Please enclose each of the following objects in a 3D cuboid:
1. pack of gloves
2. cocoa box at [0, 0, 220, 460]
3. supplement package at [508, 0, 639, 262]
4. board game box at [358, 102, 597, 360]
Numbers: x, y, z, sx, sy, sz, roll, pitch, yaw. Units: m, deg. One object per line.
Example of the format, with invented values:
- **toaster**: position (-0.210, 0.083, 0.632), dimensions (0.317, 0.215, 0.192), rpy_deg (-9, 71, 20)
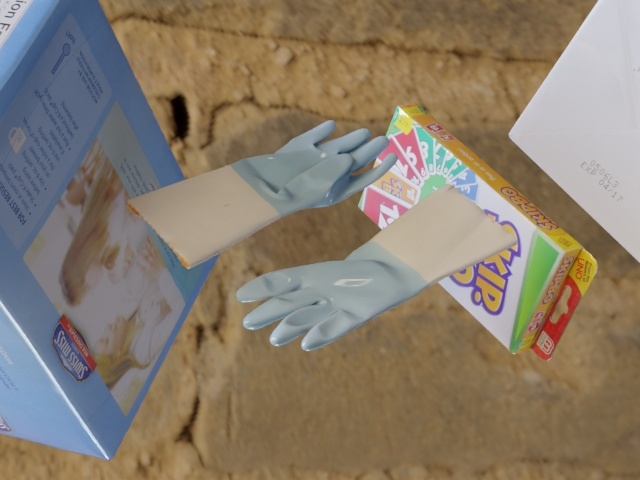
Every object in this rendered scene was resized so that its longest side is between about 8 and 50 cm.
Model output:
- **pack of gloves**: position (0.000, 0.000, 1.140), dimensions (0.232, 0.195, 0.046), rpy_deg (-25, -38, -33)
- **cocoa box**: position (-0.264, -0.025, 1.167), dimensions (0.231, 0.228, 0.347), rpy_deg (-65, -29, -31)
- **supplement package**: position (0.331, -0.125, 1.214), dimensions (0.293, 0.177, 0.175), rpy_deg (-26, -25, -45)
- **board game box**: position (0.143, -0.007, 1.406), dimensions (0.039, 0.259, 0.124), rpy_deg (-15, -43, -43)
